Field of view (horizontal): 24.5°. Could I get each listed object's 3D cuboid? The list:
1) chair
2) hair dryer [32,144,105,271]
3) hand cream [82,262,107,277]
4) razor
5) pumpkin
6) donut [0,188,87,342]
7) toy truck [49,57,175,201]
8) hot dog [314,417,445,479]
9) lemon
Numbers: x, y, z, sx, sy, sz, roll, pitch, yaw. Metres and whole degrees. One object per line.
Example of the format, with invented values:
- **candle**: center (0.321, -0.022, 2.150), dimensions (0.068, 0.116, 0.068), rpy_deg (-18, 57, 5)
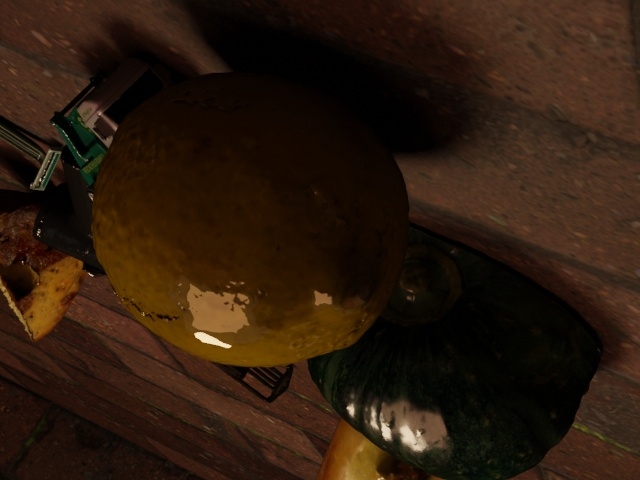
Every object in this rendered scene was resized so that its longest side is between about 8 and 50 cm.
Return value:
- **chair**: center (-0.102, 0.171, 2.166), dimensions (0.212, 0.084, 0.101), rpy_deg (39, 165, -27)
- **hair dryer**: center (-0.288, -0.040, 1.883), dimensions (0.197, 0.089, 0.251), rpy_deg (25, 156, 17)
- **hand cream**: center (-0.298, 0.020, 2.042), dimensions (0.062, 0.039, 0.163), rpy_deg (11, -170, -11)
- **razor**: center (-0.415, -0.142, 1.868), dimensions (0.191, 0.037, 0.068), rpy_deg (33, 119, 4)
- **pumpkin**: center (0.116, 0.137, 1.513), dimensions (0.293, 0.197, 0.263), rpy_deg (26, 165, 21)
- **donut**: center (-0.412, -0.003, 2.109), dimensions (0.112, 0.151, 0.295), rpy_deg (38, 154, 24)
- **toy truck**: center (-0.203, -0.114, 1.484), dimensions (0.116, 0.110, 0.216), rpy_deg (45, 161, -9)
- **hot dog**: center (0.080, 0.329, 1.899), dimensions (0.185, 0.223, 0.405), rpy_deg (28, 162, 8)
- **lemon**: center (-0.055, -0.015, 1.253), dimensions (0.310, 0.258, 0.258), rpy_deg (24, 164, 49)
